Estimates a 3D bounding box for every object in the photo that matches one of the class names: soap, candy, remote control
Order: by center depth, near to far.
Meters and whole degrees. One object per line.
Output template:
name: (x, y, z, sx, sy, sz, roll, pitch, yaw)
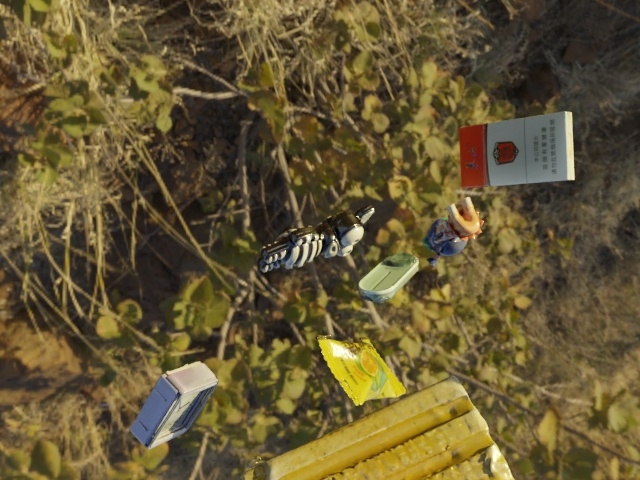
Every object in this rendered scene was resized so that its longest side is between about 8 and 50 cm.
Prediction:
soap: (0.068, 0.283, 0.751, 0.274, 0.173, 0.089, -23, 146, -5)
candy: (0.095, 0.306, 1.614, 0.081, 0.187, 0.297, -40, 155, 20)
remote control: (0.190, 0.100, 1.853, 0.104, 0.247, 0.052, 7, 116, 32)

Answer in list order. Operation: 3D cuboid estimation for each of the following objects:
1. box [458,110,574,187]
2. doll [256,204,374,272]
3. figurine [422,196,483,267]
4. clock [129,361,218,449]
box: (0.400, -0.182, 1.398, 0.245, 0.138, 0.035, 1, -175, 44)
doll: (0.000, 0.000, 1.089, 0.219, 0.067, 0.091, -22, 156, -28)
figurine: (0.305, -0.016, 1.584, 0.112, 0.102, 0.195, -21, 168, -16)
clock: (-0.343, 0.385, 1.586, 0.193, 0.073, 0.145, -57, 159, 20)
